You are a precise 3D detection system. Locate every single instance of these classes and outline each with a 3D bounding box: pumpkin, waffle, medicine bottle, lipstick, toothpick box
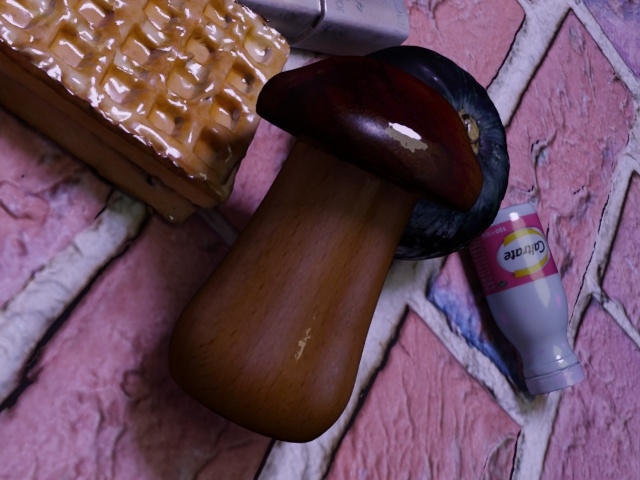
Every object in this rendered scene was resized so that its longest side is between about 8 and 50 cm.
[{"bbox_3d":[0.094,-0.093,0.847,0.233,0.163,0.233,14,68,-37],"label":"pumpkin"},{"bbox_3d":[-0.186,-0.181,0.692,0.308,0.091,0.212,37,51,-26],"label":"waffle"},{"bbox_3d":[0.244,0.069,0.958,0.090,0.090,0.216,-12,81,-43],"label":"medicine bottle"},{"bbox_3d":[-0.018,-0.253,0.874,0.253,0.077,0.078,-2,74,-42],"label":"lipstick"},{"bbox_3d":[0.000,0.000,0.649,0.192,0.192,0.294,26,92,-31],"label":"toothpick box"}]
